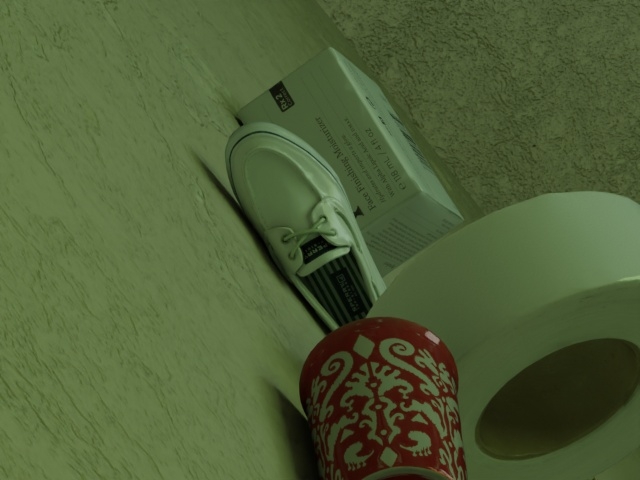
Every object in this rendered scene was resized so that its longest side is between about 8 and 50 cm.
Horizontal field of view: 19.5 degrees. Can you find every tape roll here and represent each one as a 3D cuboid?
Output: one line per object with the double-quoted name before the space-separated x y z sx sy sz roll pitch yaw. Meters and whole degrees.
"tape roll" 0.170 0.093 1.487 0.286 0.286 0.100 43 15 -52

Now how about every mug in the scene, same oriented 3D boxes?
"mug" 0.058 0.153 1.260 0.150 0.113 0.169 49 14 -23

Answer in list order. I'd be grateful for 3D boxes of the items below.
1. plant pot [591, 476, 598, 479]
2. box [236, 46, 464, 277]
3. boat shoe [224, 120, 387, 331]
"plant pot" 0.272 0.305 1.867 0.081 0.083 0.081 49 12 -33
"box" 0.033 -0.073 1.876 0.181 0.119 0.182 58 10 17
"boat shoe" 0.000 0.000 1.568 0.226 0.083 0.076 53 9 -20
